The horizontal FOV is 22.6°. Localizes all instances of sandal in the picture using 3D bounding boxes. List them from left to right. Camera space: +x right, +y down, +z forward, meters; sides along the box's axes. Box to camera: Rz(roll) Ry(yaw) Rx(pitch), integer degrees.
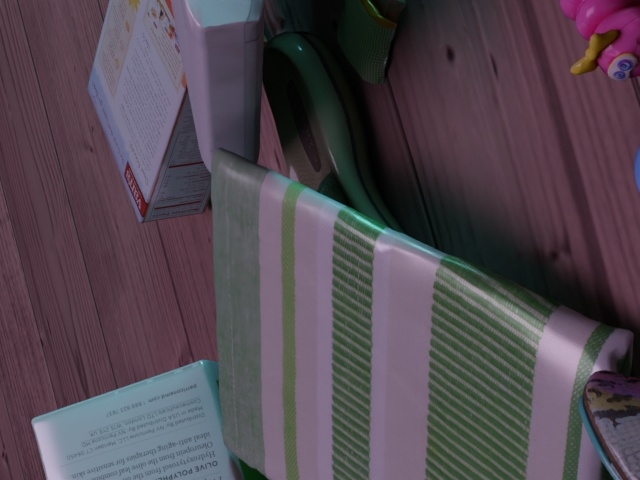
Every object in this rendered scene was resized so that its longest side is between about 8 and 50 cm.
[{"bbox_3d":[-0.001,-0.001,1.117,0.120,0.086,0.302,-50,57,59],"label":"sandal"}]

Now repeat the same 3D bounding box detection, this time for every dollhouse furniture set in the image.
[{"bbox_3d":[-0.004,-0.177,1.085,0.151,0.059,0.076,61,150,32],"label":"dollhouse furniture set"}]

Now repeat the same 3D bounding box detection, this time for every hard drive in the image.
[{"bbox_3d":[-0.077,-0.192,1.024,0.353,0.047,0.233,108,151,-79],"label":"hard drive"}]

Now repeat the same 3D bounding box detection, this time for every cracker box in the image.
[{"bbox_3d":[-0.125,-0.144,1.336,0.155,0.067,0.232,66,151,27],"label":"cracker box"}]

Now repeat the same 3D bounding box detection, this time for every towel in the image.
[{"bbox_3d":[0.050,0.100,1.008,0.325,0.038,0.247,26,128,40],"label":"towel"}]

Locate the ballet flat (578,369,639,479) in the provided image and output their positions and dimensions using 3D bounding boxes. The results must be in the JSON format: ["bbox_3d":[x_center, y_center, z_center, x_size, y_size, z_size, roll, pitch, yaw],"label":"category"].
[{"bbox_3d":[0.211,0.144,0.777,0.079,0.077,0.221,-46,63,39],"label":"ballet flat"}]

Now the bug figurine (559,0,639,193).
[{"bbox_3d":[0.182,-0.110,0.717,0.216,0.072,0.279,62,150,32],"label":"bug figurine"}]

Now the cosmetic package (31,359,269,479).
[{"bbox_3d":[-0.079,0.291,1.236,0.197,0.155,0.365,24,-132,-76],"label":"cosmetic package"}]
